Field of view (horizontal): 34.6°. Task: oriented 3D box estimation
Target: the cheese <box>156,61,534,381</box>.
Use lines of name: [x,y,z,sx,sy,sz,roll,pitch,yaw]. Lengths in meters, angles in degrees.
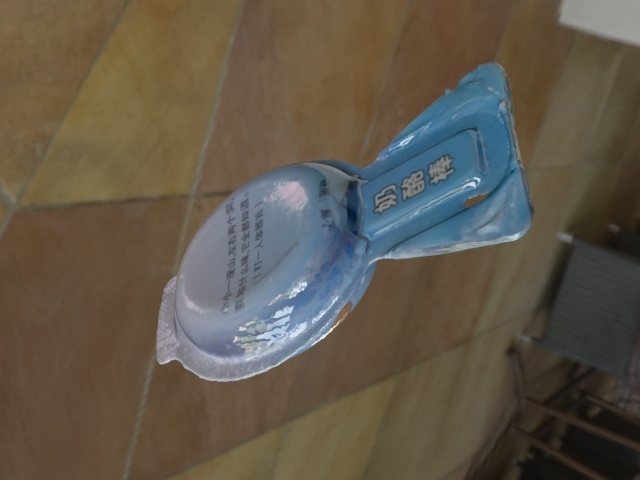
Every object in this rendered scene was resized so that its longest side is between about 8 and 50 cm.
cheese: [0.000,0.000,0.549,0.052,0.244,0.135,38,36,-39]
